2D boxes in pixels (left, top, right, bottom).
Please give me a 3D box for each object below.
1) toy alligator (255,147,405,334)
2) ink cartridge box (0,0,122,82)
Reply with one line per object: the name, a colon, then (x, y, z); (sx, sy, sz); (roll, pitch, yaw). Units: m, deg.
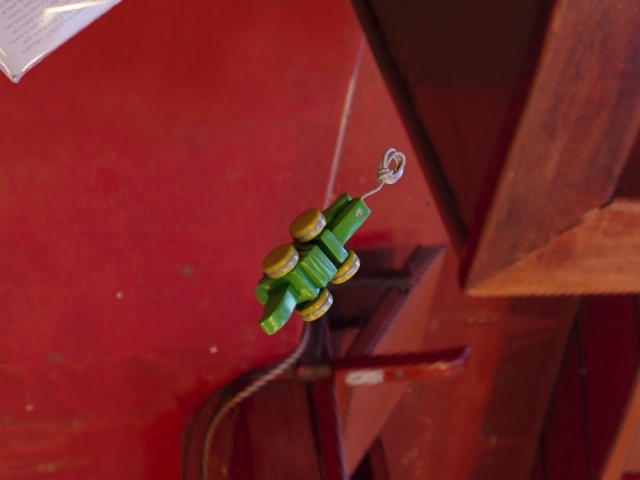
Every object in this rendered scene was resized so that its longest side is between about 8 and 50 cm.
toy alligator: (0.000, 0.000, 0.937); (0.051, 0.190, 0.056); (-6, 130, 51)
ink cartridge box: (-0.113, -0.271, 0.762); (0.309, 0.272, 0.130); (-36, 118, 1)
